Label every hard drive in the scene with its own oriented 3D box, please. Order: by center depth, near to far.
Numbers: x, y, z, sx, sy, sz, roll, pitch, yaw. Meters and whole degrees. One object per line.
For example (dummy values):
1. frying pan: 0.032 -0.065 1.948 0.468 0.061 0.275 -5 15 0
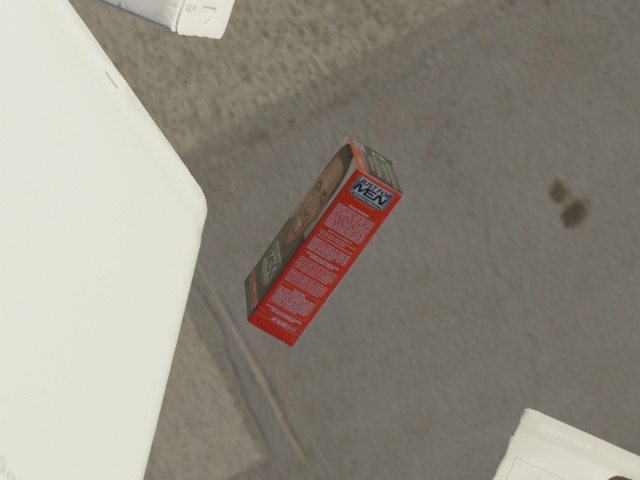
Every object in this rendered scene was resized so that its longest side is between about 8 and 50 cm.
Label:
1. hard drive: -0.137 0.004 0.701 0.040 0.307 0.203 -23 120 20

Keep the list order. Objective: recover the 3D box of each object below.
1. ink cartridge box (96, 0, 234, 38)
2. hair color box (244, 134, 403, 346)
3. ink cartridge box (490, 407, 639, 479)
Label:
1. ink cartridge box: -0.169 -0.233 1.227 0.190 0.139 0.082 21 99 9
2. hair color box: 0.000 0.000 1.108 0.043 0.072 0.141 31 107 -17
3. ink cartridge box: 0.232 0.337 1.211 0.308 0.385 0.091 24 131 11
